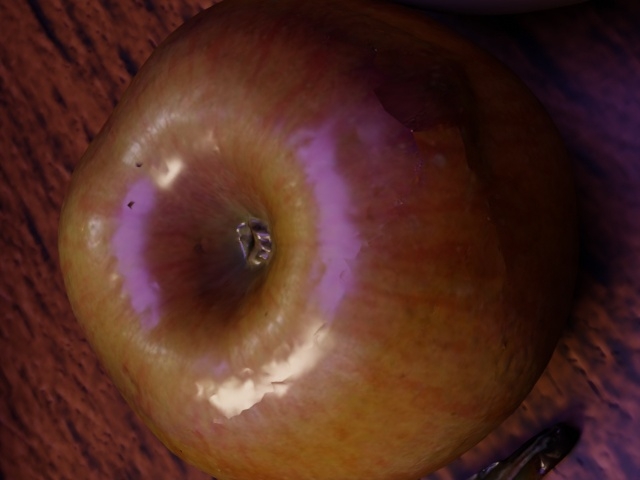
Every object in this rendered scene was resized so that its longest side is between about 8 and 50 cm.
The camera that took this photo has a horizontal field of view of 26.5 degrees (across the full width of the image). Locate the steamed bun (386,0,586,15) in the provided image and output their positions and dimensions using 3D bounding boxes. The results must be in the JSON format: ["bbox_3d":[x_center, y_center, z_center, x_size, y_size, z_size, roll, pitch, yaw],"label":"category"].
[{"bbox_3d":[0.074,-0.254,0.543,0.324,0.206,0.324,-3,84,26],"label":"steamed bun"}]

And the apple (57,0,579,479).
[{"bbox_3d":[0.000,0.000,0.560,0.211,0.188,0.211,-3,84,29],"label":"apple"}]

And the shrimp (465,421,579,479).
[{"bbox_3d":[0.113,0.149,0.556,0.217,0.051,0.150,-29,58,5],"label":"shrimp"}]
